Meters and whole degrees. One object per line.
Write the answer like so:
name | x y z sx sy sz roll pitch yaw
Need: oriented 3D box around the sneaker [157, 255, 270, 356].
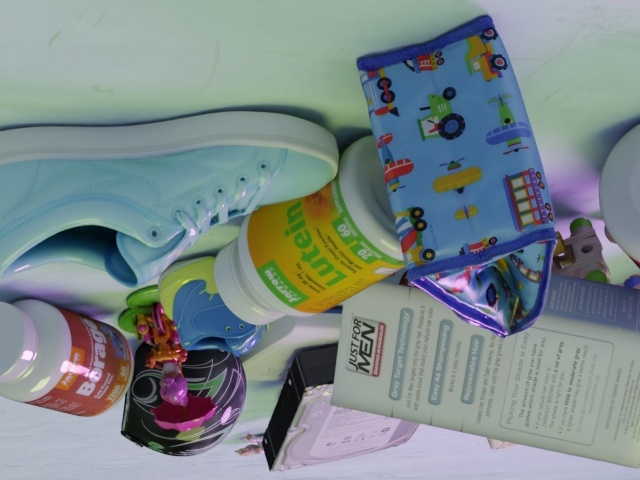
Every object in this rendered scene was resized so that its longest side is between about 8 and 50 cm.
sneaker | -0.066 0.069 1.670 0.240 0.126 0.091 -15 160 6

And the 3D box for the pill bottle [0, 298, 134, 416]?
pill bottle | -0.325 0.138 1.700 0.121 0.121 0.216 -21 159 19

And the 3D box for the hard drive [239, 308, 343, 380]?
hard drive | 0.026 0.153 2.070 0.319 0.040 0.210 4 153 -38

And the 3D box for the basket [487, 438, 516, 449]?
basket | 0.274 0.212 2.008 0.113 0.103 0.167 -14 150 -2

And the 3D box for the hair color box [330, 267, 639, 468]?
hair color box | 0.211 0.131 1.700 0.375 0.113 0.185 11 117 9

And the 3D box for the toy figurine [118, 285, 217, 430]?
toy figurine | -0.180 0.156 1.782 0.130 0.159 0.173 -14 159 1

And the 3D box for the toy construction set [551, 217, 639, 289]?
toy construction set | 0.259 0.091 1.838 0.328 0.151 0.215 -32 131 5

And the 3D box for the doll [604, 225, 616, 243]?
doll | 0.459 -0.015 1.881 0.189 0.046 0.129 -4 147 -19

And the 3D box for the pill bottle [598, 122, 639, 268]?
pill bottle | 0.444 -0.022 1.667 0.182 0.181 0.323 -20 158 19

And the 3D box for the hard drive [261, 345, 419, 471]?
hard drive | 0.053 0.242 2.124 0.237 0.064 0.339 -9 153 -17

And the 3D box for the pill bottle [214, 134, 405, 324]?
pill bottle | 0.000 0.000 1.515 0.136 0.136 0.246 7 152 -43

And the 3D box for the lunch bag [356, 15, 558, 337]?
lunch bag | 0.155 -0.042 1.379 0.138 0.220 0.293 -17 159 12

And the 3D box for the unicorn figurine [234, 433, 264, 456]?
unicorn figurine | -0.062 0.355 2.540 0.162 0.060 0.111 -4 165 23

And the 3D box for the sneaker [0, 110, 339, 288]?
sneaker | -0.149 -0.025 1.342 0.366 0.150 0.135 -7 159 -17

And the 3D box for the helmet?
helmet | -0.182 0.208 1.940 0.162 0.169 0.169 8 156 -8
